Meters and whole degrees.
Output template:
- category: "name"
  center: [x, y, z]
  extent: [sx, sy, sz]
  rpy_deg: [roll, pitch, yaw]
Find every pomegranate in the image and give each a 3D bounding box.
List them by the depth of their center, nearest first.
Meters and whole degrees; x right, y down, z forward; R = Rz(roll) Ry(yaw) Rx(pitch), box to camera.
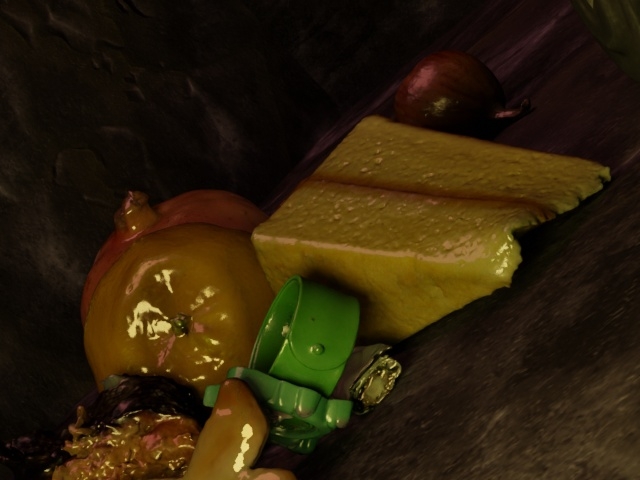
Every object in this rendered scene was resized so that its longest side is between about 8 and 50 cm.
- category: "pomegranate"
  center: [-0.184, 0.069, 2.002]
  extent: [0.338, 0.338, 0.338]
  rpy_deg: [-43, 8, 7]

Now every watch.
- category: "watch"
  center: [-0.033, 0.117, 1.451]
  extent: [0.165, 0.131, 0.152]
  rpy_deg: [134, 153, -63]

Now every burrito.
- category: "burrito"
  center: [0.042, 0.137, 1.486]
  extent: [0.074, 0.044, 0.118]
  rpy_deg: [-55, 11, -6]

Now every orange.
- category: "orange"
  center: [-0.143, 0.113, 1.724]
  extent: [0.279, 0.279, 0.235]
  rpy_deg: [-45, -3, -8]

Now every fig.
- category: "fig"
  center: [0.213, -0.202, 2.166]
  extent: [0.149, 0.202, 0.148]
  rpy_deg: [-68, -14, -48]

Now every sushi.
- category: "sushi"
  center: [-0.249, 0.288, 1.519]
  extent: [0.348, 0.234, 0.207]
  rpy_deg: [-48, 8, 3]

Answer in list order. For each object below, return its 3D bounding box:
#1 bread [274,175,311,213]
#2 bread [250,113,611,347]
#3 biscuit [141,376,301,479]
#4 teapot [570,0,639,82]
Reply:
- category: "bread"
  center: [0.000, -0.028, 2.285]
  extent: [0.114, 0.132, 0.190]
  rpy_deg: [-48, 6, -18]
- category: "bread"
  center: [0.141, 0.026, 1.557]
  extent: [0.362, 0.245, 0.233]
  rpy_deg: [12, 48, 44]
- category: "biscuit"
  center: [-0.106, 0.245, 1.337]
  extent: [0.208, 0.164, 0.047]
  rpy_deg: [-41, -28, 22]
- category: "teapot"
  center: [0.383, -0.320, 1.528]
  extent: [0.239, 0.239, 0.321]
  rpy_deg: [-30, 3, 2]
